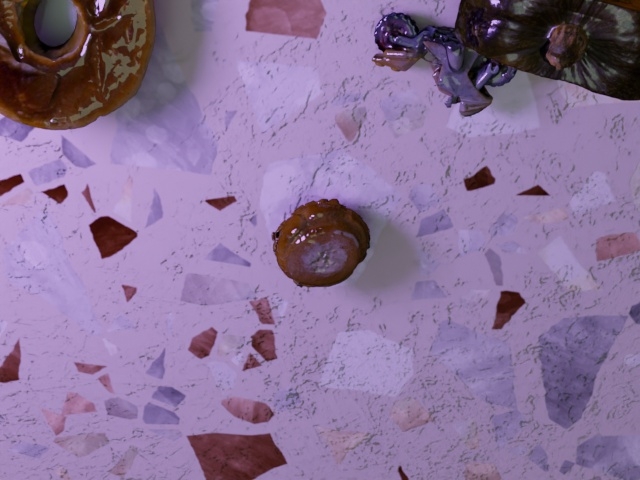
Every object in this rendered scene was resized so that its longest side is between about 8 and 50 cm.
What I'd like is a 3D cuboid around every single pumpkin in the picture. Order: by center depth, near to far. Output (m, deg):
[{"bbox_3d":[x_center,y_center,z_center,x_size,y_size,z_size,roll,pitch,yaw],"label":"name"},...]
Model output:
[{"bbox_3d":[0.361,-0.309,1.661,0.317,0.221,0.139,19,116,-5],"label":"pumpkin"}]

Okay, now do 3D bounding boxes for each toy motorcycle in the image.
[{"bbox_3d":[0.187,-0.269,1.772,0.229,0.094,0.129,18,121,7],"label":"toy motorcycle"}]

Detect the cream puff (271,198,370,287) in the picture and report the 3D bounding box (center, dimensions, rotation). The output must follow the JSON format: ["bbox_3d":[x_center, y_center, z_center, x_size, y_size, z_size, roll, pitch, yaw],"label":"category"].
[{"bbox_3d":[0.000,0.000,1.910,0.165,0.115,0.150,0,124,-5],"label":"cream puff"}]

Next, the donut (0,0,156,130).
[{"bbox_3d":[-0.409,-0.344,1.766,0.330,0.160,0.330,-2,113,-6],"label":"donut"}]
